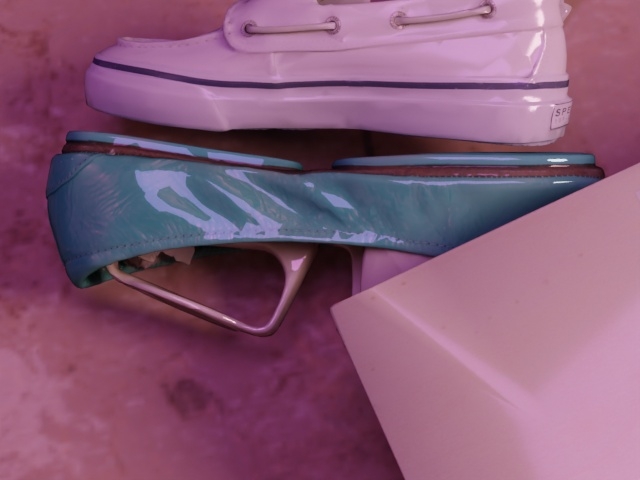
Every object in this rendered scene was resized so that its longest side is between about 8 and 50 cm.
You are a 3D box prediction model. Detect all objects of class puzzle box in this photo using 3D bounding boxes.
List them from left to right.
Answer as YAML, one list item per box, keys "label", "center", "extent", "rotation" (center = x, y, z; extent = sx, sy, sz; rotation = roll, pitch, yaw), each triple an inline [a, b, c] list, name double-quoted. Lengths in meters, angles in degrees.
- label: "puzzle box"
  center: [0.241, 0.064, 0.663]
  extent: [0.409, 0.052, 0.272]
  rotation: [-24, 71, 2]

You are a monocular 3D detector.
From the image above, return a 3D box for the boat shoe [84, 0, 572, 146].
- label: "boat shoe"
  center: [0.002, -0.088, 0.778]
  extent: [0.226, 0.083, 0.076]
  rotation: [4, 100, 16]

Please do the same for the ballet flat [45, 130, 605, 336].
- label: "ballet flat"
  center: [0.000, 0.000, 0.765]
  extent: [0.247, 0.083, 0.087]
  rotation: [2, 89, 10]

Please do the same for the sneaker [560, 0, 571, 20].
- label: "sneaker"
  center: [0.094, -0.161, 0.835]
  extent: [0.083, 0.071, 0.191]
  rotation: [24, 72, 48]
